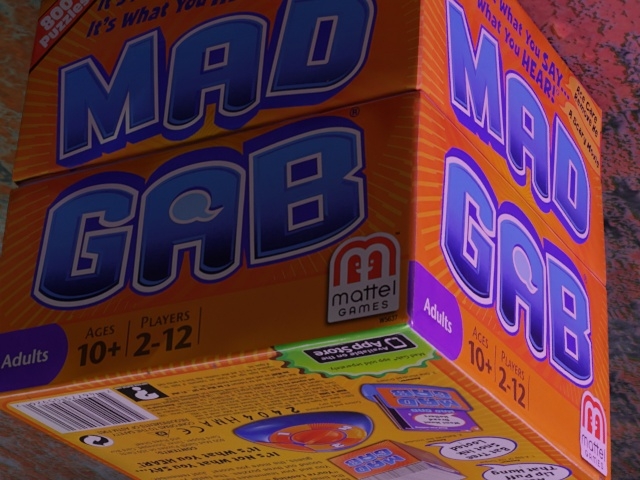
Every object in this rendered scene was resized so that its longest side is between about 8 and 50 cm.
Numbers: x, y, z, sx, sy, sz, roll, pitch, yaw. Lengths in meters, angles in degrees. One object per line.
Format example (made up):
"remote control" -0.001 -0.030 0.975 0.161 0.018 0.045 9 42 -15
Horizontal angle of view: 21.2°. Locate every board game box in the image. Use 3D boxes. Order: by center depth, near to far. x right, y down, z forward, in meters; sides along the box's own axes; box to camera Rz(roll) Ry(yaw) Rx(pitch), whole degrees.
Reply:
"board game box" 0.000 0.000 1.368 0.357 0.356 0.356 -12 150 27
